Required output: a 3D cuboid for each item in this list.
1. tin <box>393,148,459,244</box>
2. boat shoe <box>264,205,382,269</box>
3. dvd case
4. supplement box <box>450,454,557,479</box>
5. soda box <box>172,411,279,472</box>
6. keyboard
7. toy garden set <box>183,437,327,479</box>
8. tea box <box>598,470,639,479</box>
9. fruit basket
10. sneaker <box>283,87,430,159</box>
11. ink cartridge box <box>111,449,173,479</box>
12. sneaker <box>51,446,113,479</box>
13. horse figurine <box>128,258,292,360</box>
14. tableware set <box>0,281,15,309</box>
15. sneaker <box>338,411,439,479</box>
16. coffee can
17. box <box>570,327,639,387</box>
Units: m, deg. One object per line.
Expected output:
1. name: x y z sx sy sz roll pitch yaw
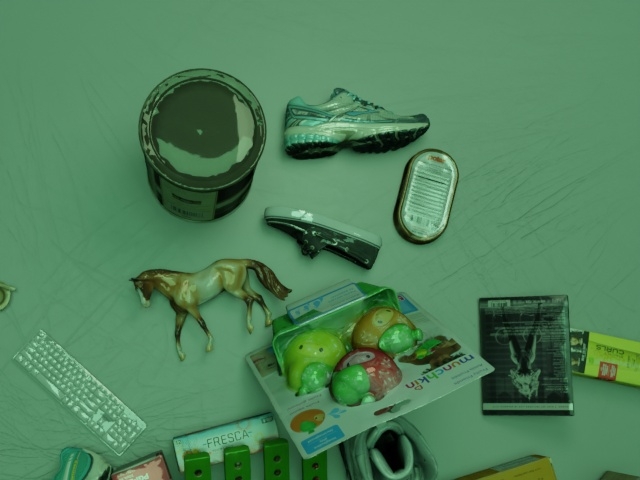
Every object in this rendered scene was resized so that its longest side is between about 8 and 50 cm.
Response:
1. tin: 0.205 -0.086 1.686 0.106 0.040 0.190 16 78 -10
2. boat shoe: 0.000 0.000 1.623 0.228 0.080 0.076 18 76 -13
3. dvd case: 0.383 0.214 1.634 0.164 0.018 0.221 -3 79 17
4. supplement box: 0.310 0.457 1.586 0.233 0.080 0.078 -14 83 -9
5. soda box: -0.165 0.354 1.541 0.183 0.058 0.063 -13 83 -11
6. keyboard: -0.423 0.267 1.540 0.256 0.014 0.072 42 77 1
7. toy garden set: -0.111 0.437 1.517 0.244 0.049 0.204 -6 108 -15
8. tea box: 0.549 0.636 1.516 0.323 0.220 0.329 45 78 2
9. fruit basket: 0.062 0.194 1.451 0.326 0.353 0.166 -22 108 -11
10. sneaker: 0.068 -0.234 1.655 0.282 0.110 0.122 -5 78 -9
11. ink cartridge box: -0.269 0.470 1.453 0.092 0.158 0.218 -20 83 -13
12. sneaker: -0.455 0.478 1.470 0.109 0.107 0.275 25 72 16
13. horse figurine: -0.189 0.101 1.579 0.263 0.066 0.175 -21 90 -9
14. tableware set: -0.626 0.115 1.532 0.141 0.020 0.169 24 77 -4
15. sneaker: 0.128 0.447 1.490 0.137 0.210 0.366 -16 83 -11
16. coffee can: -0.205 -0.153 1.512 0.201 0.275 0.202 1 80 -9
17. box: 0.547 0.226 1.669 0.232 0.058 0.087 13 79 -6
